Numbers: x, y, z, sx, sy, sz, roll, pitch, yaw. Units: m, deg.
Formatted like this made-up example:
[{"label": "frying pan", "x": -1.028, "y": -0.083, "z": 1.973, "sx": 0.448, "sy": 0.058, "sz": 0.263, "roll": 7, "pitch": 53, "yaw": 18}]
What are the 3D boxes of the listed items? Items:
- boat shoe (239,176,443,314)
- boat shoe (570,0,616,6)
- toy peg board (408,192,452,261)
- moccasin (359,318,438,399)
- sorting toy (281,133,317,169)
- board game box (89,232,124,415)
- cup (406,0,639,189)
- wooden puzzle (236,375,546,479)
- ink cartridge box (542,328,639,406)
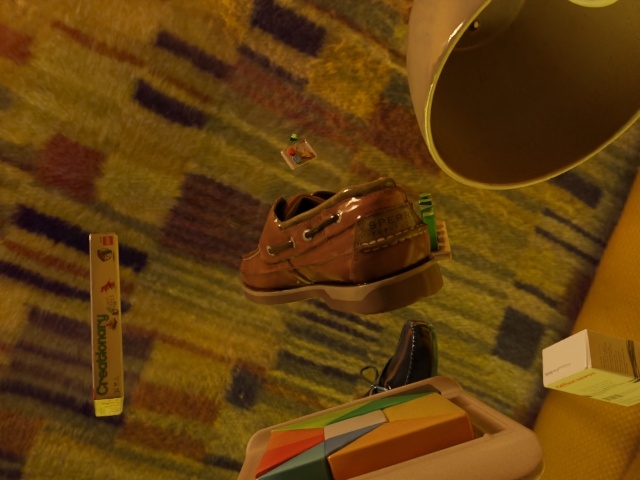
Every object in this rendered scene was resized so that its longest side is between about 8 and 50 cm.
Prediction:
[{"label": "boat shoe", "x": 0.000, "y": 0.000, "z": 0.602, "sx": 0.111, "sy": 0.307, "sz": 0.104, "roll": -22, "pitch": 98, "yaw": -31}, {"label": "boat shoe", "x": 0.245, "y": -0.277, "z": 0.402, "sx": 0.116, "sy": 0.319, "sz": 0.099, "roll": 37, "pitch": 80, "yaw": 3}, {"label": "toy peg board", "x": 0.138, "y": -0.021, "z": 1.090, "sx": 0.161, "sy": 0.161, "sz": 0.079, "roll": -8, "pitch": 110, "yaw": 10}, {"label": "moccasin", "x": 0.120, "y": 0.303, "z": 1.088, "sx": 0.117, "sy": 0.138, "sz": 0.341, "roll": 12, "pitch": 89, "yaw": -6}, {"label": "sorting toy", "x": -0.052, "y": -0.192, "z": 1.321, "sx": 0.062, "sy": 0.012, "sz": 0.083, "roll": -30, "pitch": 59, "yaw": -7}, {"label": "board game box", "x": -0.404, "y": 0.162, "z": 1.179, "sx": 0.053, "sy": 0.193, "sz": 0.305, "roll": -2, "pitch": 67, "yaw": -19}, {"label": "cup", "x": 0.244, "y": -0.265, "z": 0.803, "sx": 0.331, "sy": 0.237, "sz": 0.331, "roll": -12, "pitch": 138, "yaw": -10}, {"label": "wooden puzzle", "x": 0.034, "y": 0.163, "z": 0.504, "sx": 0.221, "sy": 0.239, "sz": 0.044, "roll": -16, "pitch": 90, "yaw": -2}, {"label": "ink cartridge box", "x": 0.572, "y": 0.256, "z": 1.247, "sx": 0.203, "sy": 0.148, "sz": 0.085, "roll": 16, "pitch": 59, "yaw": -12}]
